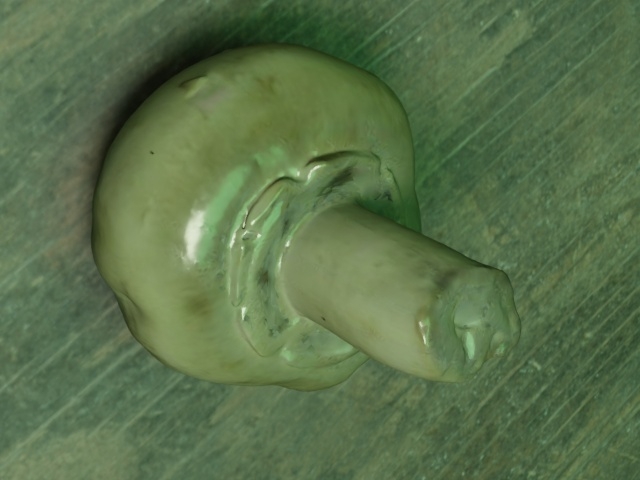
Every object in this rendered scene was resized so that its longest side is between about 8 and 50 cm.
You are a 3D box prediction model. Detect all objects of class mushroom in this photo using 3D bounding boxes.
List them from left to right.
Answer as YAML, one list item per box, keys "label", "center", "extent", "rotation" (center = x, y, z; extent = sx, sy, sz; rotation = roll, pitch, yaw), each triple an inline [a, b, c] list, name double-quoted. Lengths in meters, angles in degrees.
- label: "mushroom"
  center: [0.000, 0.000, 1.288]
  extent: [0.314, 0.336, 0.314]
  rotation: [-23, 123, -41]
